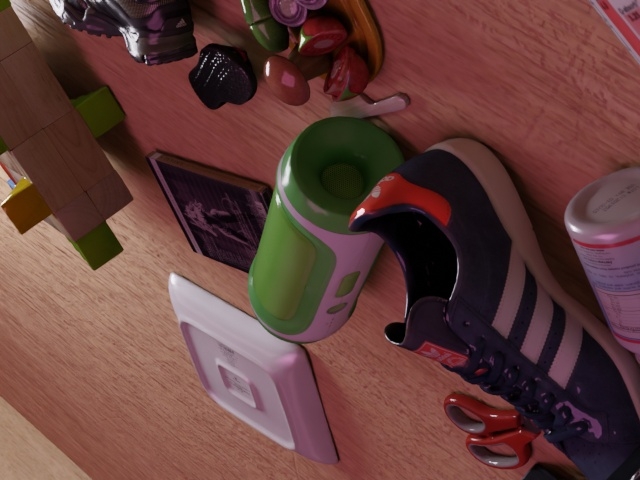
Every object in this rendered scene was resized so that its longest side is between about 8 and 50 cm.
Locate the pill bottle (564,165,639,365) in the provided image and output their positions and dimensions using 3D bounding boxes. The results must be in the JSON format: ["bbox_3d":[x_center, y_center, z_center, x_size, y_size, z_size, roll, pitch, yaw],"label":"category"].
[{"bbox_3d":[0.253,0.030,0.854,0.087,0.087,0.160,8,134,51],"label":"pill bottle"}]

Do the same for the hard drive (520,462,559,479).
[{"bbox_3d":[0.296,0.376,1.203,0.254,0.054,0.172,62,174,-10],"label":"hard drive"}]

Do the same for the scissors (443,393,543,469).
[{"bbox_3d":[0.231,0.200,1.192,0.109,0.021,0.297,54,151,-8],"label":"scissors"}]

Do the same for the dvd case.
[{"bbox_3d":[-0.115,-0.023,1.385,0.221,0.018,0.164,18,143,42],"label":"dvd case"}]

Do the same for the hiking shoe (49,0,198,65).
[{"bbox_3d":[-0.202,-0.264,1.141,0.227,0.086,0.114,30,128,35],"label":"hiking shoe"}]

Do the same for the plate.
[{"bbox_3d":[-0.109,0.200,1.647,0.277,0.045,0.278,27,146,35],"label":"plate"}]

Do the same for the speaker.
[{"bbox_3d":[0.000,0.000,1.136,0.131,0.131,0.296,41,153,11],"label":"speaker"}]

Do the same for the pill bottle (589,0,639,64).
[{"bbox_3d":[0.236,-0.142,0.514,0.363,0.210,0.210,49,153,-5],"label":"pill bottle"}]

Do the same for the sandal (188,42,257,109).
[{"bbox_3d":[-0.096,-0.172,1.147,0.067,0.040,0.179,59,166,-11],"label":"sandal"}]

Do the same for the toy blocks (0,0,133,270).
[{"bbox_3d":[-0.400,-0.163,1.468,0.261,0.191,0.381,24,147,57],"label":"toy blocks"}]

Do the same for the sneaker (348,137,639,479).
[{"bbox_3d":[0.146,0.089,0.944,0.350,0.148,0.131,57,151,10],"label":"sneaker"}]

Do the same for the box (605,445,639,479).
[{"bbox_3d":[0.287,0.310,0.845,0.261,0.103,0.184,42,111,11],"label":"box"}]

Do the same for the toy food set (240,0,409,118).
[{"bbox_3d":[-0.017,-0.177,0.980,0.128,0.071,0.218,7,133,52],"label":"toy food set"}]
